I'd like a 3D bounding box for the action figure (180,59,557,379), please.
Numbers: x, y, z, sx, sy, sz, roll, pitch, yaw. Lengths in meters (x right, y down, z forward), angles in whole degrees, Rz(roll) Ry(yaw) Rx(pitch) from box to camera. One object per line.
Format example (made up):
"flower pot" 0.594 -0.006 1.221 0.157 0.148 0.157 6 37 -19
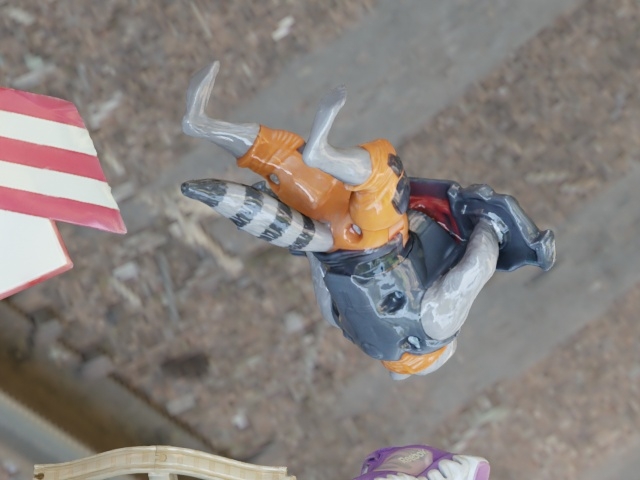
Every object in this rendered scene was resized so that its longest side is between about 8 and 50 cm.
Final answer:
"action figure" 0.000 0.000 1.559 0.330 0.341 0.178 50 57 -33

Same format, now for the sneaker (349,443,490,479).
"sneaker" 0.075 0.267 1.986 0.236 0.104 0.095 -7 116 -50

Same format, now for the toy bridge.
"toy bridge" -0.111 0.168 1.320 0.188 0.026 0.063 0 147 2

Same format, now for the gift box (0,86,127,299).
"gift box" -0.261 -0.031 0.926 0.255 0.258 0.276 -29 96 -13
